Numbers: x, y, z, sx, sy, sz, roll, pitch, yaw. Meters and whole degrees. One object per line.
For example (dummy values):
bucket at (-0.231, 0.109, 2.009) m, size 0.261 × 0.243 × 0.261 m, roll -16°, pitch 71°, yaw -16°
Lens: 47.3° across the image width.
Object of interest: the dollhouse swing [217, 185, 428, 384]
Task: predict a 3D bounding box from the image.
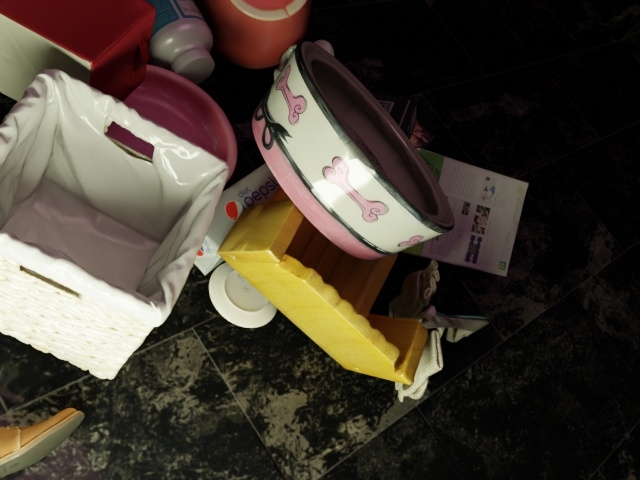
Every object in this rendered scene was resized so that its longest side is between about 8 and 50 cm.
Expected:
dollhouse swing at (0.056, 0.020, 1.312) m, size 0.347 × 0.315 × 0.305 m, roll 45°, pitch 69°, yaw -20°

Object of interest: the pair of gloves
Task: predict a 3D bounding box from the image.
pair of gloves at (0.187, 0.178, 1.396) m, size 0.042 × 0.204 × 0.240 m, roll 8°, pitch 54°, yaw -13°

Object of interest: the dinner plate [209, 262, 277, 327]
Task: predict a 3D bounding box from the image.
dinner plate at (-0.140, 0.097, 1.369) m, size 0.141 × 0.017 × 0.141 m, roll 18°, pitch 49°, yaw -22°

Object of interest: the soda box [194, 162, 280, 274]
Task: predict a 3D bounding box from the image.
soda box at (-0.149, -0.056, 1.420) m, size 0.098 × 0.091 × 0.286 m, roll 46°, pitch 46°, yaw 1°

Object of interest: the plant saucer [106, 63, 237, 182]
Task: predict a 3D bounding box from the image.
plant saucer at (-0.327, -0.194, 1.408) m, size 0.332 × 0.084 × 0.332 m, roll 17°, pitch 50°, yaw -22°

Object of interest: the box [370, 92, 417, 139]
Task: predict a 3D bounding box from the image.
box at (0.064, -0.217, 1.610) m, size 0.242 × 0.076 × 0.307 m, roll 10°, pitch 46°, yaw 15°

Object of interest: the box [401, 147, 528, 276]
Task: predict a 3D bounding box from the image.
box at (0.314, -0.061, 1.669) m, size 0.322 × 0.058 × 0.232 m, roll 14°, pitch 90°, yaw -27°

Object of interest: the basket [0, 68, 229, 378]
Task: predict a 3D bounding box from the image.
basket at (-0.366, -0.020, 1.129) m, size 0.328 × 0.266 × 0.331 m, roll 28°, pitch 48°, yaw -14°

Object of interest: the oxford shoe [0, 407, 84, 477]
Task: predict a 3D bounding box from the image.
oxford shoe at (-0.428, 0.280, 1.009) m, size 0.212 × 0.076 × 0.076 m, roll -26°, pitch 64°, yaw -43°

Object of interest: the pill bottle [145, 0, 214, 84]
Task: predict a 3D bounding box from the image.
pill bottle at (-0.324, -0.459, 1.556) m, size 0.146 × 0.146 × 0.264 m, roll -15°, pitch 68°, yaw -40°

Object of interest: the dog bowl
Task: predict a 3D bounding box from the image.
dog bowl at (0.049, -0.141, 1.269) m, size 0.408 × 0.150 × 0.408 m, roll 44°, pitch 20°, yaw -21°

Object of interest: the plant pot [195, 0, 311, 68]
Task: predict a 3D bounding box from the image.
plant pot at (-0.136, -0.541, 1.600) m, size 0.275 × 0.243 × 0.275 m, roll 0°, pitch 89°, yaw -12°

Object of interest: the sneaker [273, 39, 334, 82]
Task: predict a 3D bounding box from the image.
sneaker at (-0.034, -0.411, 1.686) m, size 0.090 × 0.115 × 0.232 m, roll 16°, pitch 51°, yaw 20°

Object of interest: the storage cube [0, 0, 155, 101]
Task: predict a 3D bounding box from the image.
storage cube at (-0.423, -0.332, 1.261) m, size 0.215 × 0.183 × 0.193 m, roll 30°, pitch 50°, yaw 0°

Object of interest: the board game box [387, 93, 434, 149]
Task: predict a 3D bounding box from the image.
board game box at (0.165, -0.250, 1.802) m, size 0.165 × 0.042 × 0.243 m, roll 43°, pitch 46°, yaw 0°

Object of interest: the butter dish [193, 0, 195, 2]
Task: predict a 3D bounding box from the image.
butter dish at (-0.342, -0.632, 1.689) m, size 0.160 × 0.118 × 0.160 m, roll 4°, pitch 56°, yaw -32°

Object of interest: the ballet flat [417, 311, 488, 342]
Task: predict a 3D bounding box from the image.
ballet flat at (0.263, 0.183, 1.550) m, size 0.213 × 0.072 × 0.068 m, roll 11°, pitch 81°, yaw -26°
